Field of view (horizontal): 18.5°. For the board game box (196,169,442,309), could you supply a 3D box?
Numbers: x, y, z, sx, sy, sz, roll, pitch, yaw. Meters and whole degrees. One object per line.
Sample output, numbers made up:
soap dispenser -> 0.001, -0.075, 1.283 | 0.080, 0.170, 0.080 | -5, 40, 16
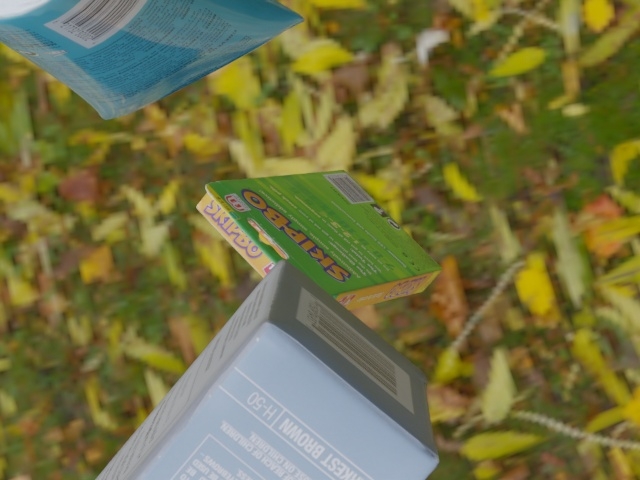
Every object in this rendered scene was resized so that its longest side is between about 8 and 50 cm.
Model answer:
board game box -> 0.000, 0.000, 1.535 | 0.124, 0.259, 0.039 | 46, 107, 15

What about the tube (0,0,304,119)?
tube -> -0.062, -0.071, 0.607 | 0.080, 0.207, 0.052 | -20, 80, 9

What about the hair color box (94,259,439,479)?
hair color box -> -0.100, 0.197, 1.029 | 0.113, 0.185, 0.374 | 40, 98, -5
